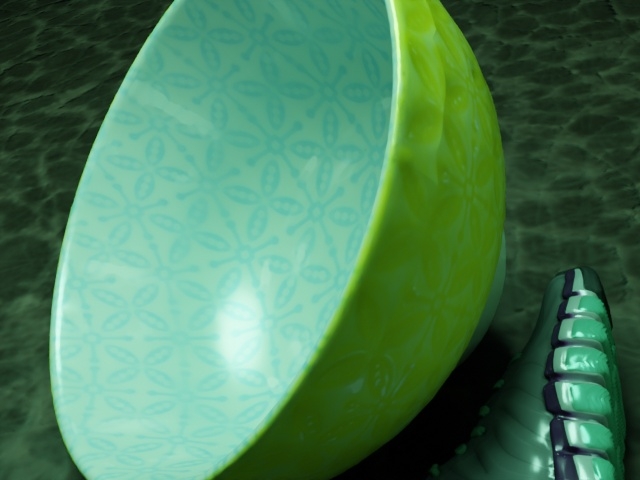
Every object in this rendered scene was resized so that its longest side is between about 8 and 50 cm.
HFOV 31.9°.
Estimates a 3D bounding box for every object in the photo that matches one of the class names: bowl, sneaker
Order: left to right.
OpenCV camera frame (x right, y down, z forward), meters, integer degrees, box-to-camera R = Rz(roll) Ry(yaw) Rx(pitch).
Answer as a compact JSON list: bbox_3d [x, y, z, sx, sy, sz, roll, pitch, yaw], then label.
[{"bbox_3d":[0.000,0.000,0.565,0.156,0.289,0.289,20,16,-33],"label":"bowl"},{"bbox_3d":[0.085,0.091,0.504,0.098,0.083,0.224,-6,34,17],"label":"sneaker"}]
